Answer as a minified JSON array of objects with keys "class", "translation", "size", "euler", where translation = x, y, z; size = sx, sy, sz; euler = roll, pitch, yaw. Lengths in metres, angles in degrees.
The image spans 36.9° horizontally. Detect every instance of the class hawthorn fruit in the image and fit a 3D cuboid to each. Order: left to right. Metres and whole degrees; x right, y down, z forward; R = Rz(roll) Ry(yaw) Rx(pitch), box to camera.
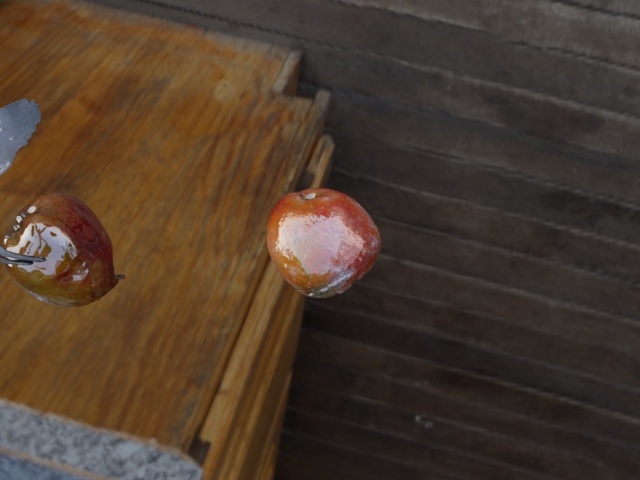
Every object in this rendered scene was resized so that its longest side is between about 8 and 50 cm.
[{"class":"hawthorn fruit","translation":[-0.482,0.028,1.851],"size":[0.248,0.208,0.208],"euler":[30,130,-27]},{"class":"hawthorn fruit","translation":[0.000,0.000,1.454],"size":[0.173,0.172,0.172],"euler":[8,128,10]}]

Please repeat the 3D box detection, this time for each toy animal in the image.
[{"class":"toy animal","translation":[-0.590,-0.064,1.560],"size":[0.225,0.302,0.284],"euler":[-8,99,21]}]
